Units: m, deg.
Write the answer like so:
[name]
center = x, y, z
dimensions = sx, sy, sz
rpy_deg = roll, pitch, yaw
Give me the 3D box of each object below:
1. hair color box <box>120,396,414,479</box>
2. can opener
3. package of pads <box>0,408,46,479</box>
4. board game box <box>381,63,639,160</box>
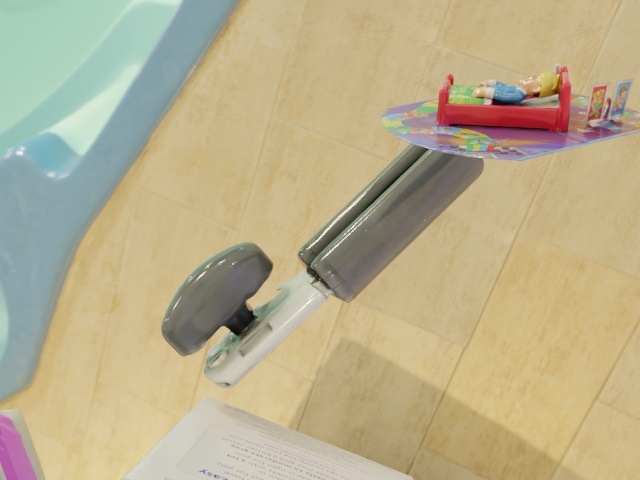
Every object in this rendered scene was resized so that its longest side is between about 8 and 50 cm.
[hair color box]
center = -0.040, 0.207, 0.409
dimensions = 0.185, 0.339, 0.110
rpy_deg = 20, 92, 4
[can opener]
center = 0.000, 0.000, 0.571
dimensions = 0.283, 0.076, 0.095
rpy_deg = -44, 112, -6
[package of pads]
center = -0.241, 0.217, 0.406
dimensions = 0.101, 0.296, 0.229
rpy_deg = -24, 76, -1
[board game box]
center = 0.122, -0.093, 0.458
dimensions = 0.133, 0.168, 0.033
rpy_deg = 35, 133, 52
